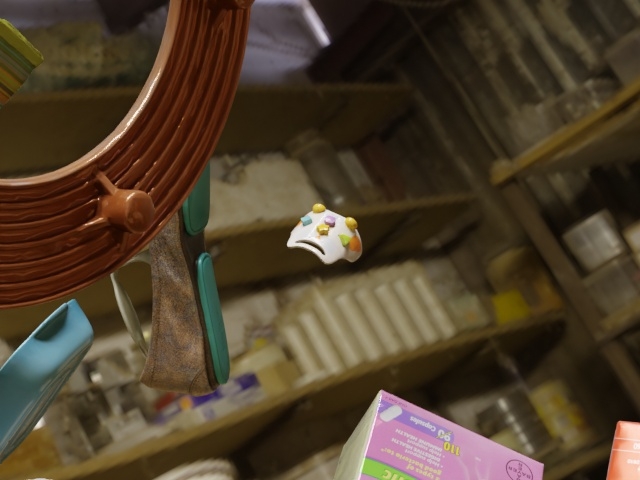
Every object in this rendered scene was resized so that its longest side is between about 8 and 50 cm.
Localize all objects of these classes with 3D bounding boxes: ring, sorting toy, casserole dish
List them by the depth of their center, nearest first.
[{"bbox_3d":[-0.129,-0.135,0.561,0.032,0.337,0.336,6,7,35],"label":"ring"},{"bbox_3d":[-0.236,0.125,1.000,0.188,0.037,0.114,-52,0,32],"label":"casserole dish"},{"bbox_3d":[0.000,0.000,1.433,0.075,0.083,0.045,-47,-23,-53],"label":"sorting toy"}]

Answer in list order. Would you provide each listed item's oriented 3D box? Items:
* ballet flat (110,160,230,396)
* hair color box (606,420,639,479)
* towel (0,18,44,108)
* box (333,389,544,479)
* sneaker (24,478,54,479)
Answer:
[{"bbox_3d":[-0.158,0.002,1.255,0.106,0.316,0.107,-4,3,8],"label":"ballet flat"},{"bbox_3d":[0.182,0.197,0.705,0.053,0.167,0.093,2,-33,25],"label":"hair color box"},{"bbox_3d":[-0.306,-0.070,0.941,0.237,0.021,0.102,-48,-13,-3],"label":"towel"},{"bbox_3d":[0.116,0.322,1.396,0.243,0.213,0.117,-69,6,-50],"label":"box"},{"bbox_3d":[-0.262,0.355,0.979,0.210,0.137,0.366,85,-154,-81],"label":"sneaker"}]
